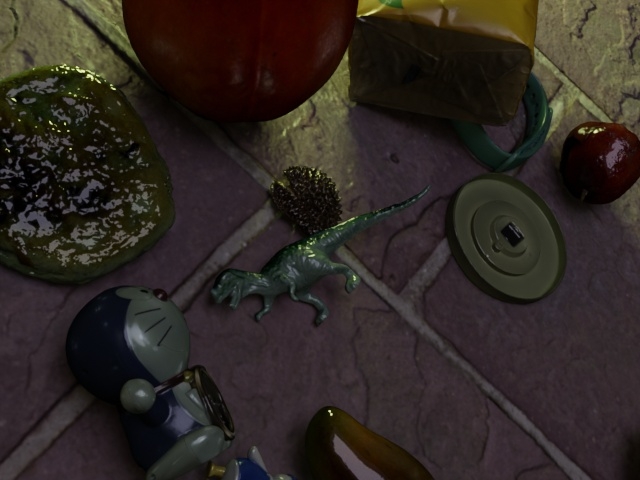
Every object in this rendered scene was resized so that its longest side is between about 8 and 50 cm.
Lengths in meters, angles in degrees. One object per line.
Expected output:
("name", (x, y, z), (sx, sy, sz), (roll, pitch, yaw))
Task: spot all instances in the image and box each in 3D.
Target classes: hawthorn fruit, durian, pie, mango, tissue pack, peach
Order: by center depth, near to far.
("mango", (0.081, 0.329, 1.168), (0.267, 0.111, 0.133), (46, 57, 3))
("pie", (-0.347, -0.092, 1.181), (0.323, 0.070, 0.323), (10, 64, -21))
("peach", (-0.108, -0.350, 1.249), (0.370, 0.370, 0.370), (11, 63, -22))
("durian", (-0.010, -0.056, 1.332), (0.110, 0.071, 0.140), (-18, 81, -32))
("tissue pack", (0.217, -0.414, 1.484), (0.293, 0.228, 0.382), (12, 60, 5))
("hawthorn fruit", (0.495, -0.130, 1.579), (0.148, 0.148, 0.172), (34, 69, -8))

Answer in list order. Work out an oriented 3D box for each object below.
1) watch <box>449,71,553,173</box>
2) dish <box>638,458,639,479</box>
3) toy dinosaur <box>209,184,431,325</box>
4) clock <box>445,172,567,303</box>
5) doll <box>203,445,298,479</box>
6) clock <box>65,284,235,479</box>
("watch", (0.319, -0.228, 1.583), (0.195, 0.068, 0.237), (28, 54, -15))
("dish", (0.566, 0.380, 1.414), (0.190, 0.066, 0.191), (13, 61, -24))
("toy dinosaur", (0.022, 0.044, 1.293), (0.383, 0.076, 0.129), (-23, 91, -28))
("clock", (0.318, -0.006, 1.494), (0.235, 0.029, 0.235), (11, 63, -22))
("doll", (-0.079, 0.314, 1.129), (0.142, 0.057, 0.099), (14, 83, -21))
("clock", (-0.208, 0.168, 1.074), (0.146, 0.199, 0.243), (-31, 85, 5))
